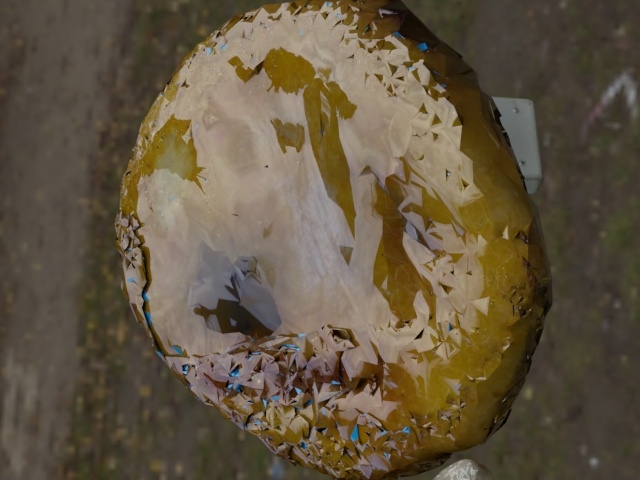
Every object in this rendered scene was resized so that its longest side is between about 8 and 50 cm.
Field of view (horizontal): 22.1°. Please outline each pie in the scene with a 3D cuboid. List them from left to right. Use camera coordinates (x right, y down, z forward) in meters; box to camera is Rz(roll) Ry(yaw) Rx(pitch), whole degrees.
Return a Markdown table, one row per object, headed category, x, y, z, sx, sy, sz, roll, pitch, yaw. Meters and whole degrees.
| category | x | y | z | sx | sy | sz | roll | pitch | yaw |
| --- | --- | --- | --- | --- | --- | --- | --- | --- | --- |
| pie | 0.002 | 0.000 | 0.814 | 0.273 | 0.069 | 0.273 | 9 | 104 | 43 |

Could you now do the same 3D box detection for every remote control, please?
| category | x | y | z | sx | sy | sz | roll | pitch | yaw |
| --- | --- | --- | --- | --- | --- | --- | --- | --- | --- |
| remote control | 0.088 | -0.084 | 1.357 | 0.029 | 0.190 | 0.087 | 109 | 161 | -58 |

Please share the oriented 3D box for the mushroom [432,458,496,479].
| category | x | y | z | sx | sy | sz | roll | pitch | yaw |
| --- | --- | --- | --- | --- | --- | --- | --- | --- | --- |
| mushroom | 0.175 | 0.337 | 1.659 | 0.254 | 0.260 | 0.234 | -26 | 86 | 28 |
